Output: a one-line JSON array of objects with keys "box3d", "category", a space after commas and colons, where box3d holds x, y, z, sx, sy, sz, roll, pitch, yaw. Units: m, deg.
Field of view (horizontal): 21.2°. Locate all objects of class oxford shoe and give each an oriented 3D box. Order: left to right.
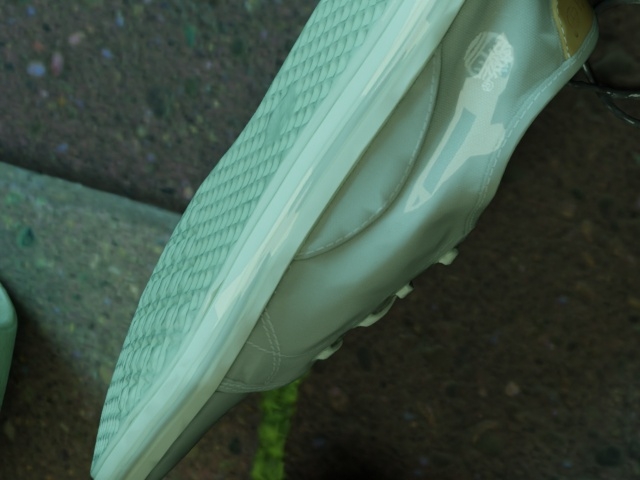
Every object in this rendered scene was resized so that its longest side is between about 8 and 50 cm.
[{"box3d": [0.000, 0.000, 0.948, 0.130, 0.169, 0.449, 25, 123, -19], "category": "oxford shoe"}]

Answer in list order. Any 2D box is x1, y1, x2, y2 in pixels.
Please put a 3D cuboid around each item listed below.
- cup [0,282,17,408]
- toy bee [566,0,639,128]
[{"box3d": [-0.323, 0.080, 1.030, 0.331, 0.331, 0.237, 43, 96, -5], "category": "cup"}, {"box3d": [0.224, 0.035, 0.876, 0.298, 0.162, 0.195, 29, 123, 4], "category": "toy bee"}]
